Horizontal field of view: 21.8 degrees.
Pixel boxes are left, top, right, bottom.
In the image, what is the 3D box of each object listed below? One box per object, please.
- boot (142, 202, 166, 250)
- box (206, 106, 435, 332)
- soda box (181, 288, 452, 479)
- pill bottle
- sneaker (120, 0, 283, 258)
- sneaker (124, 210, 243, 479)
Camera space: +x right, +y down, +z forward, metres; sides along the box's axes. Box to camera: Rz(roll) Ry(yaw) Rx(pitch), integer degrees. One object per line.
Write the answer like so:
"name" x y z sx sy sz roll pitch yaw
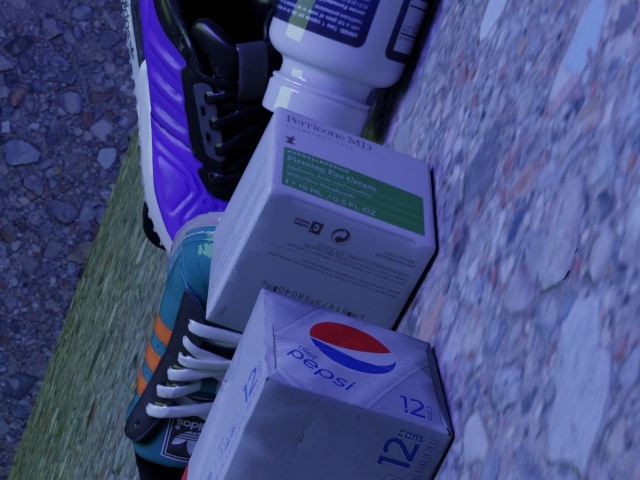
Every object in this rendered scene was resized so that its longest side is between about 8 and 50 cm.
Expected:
"boot" -0.079 -0.131 1.485 0.246 0.094 0.207 -57 21 28
"box" 0.000 0.000 0.939 0.087 0.101 0.102 -89 22 -55
"soda box" -0.036 0.174 0.857 0.091 0.098 0.286 -96 26 -63
"pill bottle" 0.022 -0.156 1.085 0.094 0.094 0.169 -127 57 -75
"sneaker" -0.067 -0.096 1.169 0.146 0.102 0.293 -21 83 66
"sneaker" -0.070 0.091 1.133 0.302 0.108 0.121 113 169 -60
